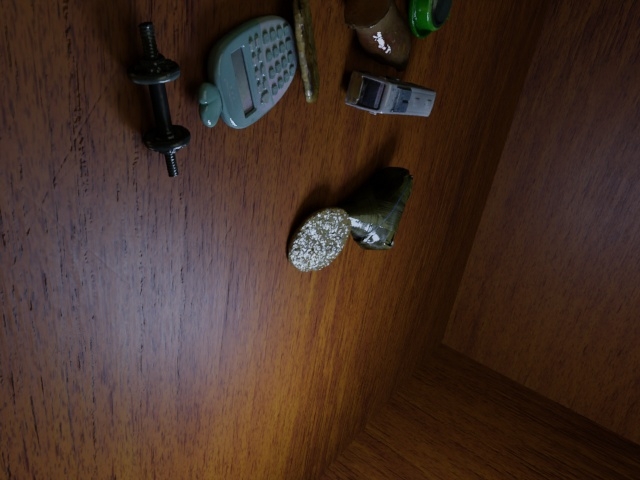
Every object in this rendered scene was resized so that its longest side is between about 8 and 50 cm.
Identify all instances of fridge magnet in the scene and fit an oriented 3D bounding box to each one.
[{"bbox_3d":[0.310,-0.678,1.378,0.208,0.088,0.208,-39,142,-39],"label":"fridge magnet"}]

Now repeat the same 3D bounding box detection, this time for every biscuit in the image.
[{"bbox_3d":[-0.030,-0.412,1.045,0.247,0.028,0.119,80,12,-45],"label":"biscuit"},{"bbox_3d":[-0.001,-0.001,1.390,0.219,0.033,0.220,-24,135,-26],"label":"biscuit"}]

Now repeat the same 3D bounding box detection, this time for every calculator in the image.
[{"bbox_3d":[-0.138,-0.325,0.954,0.295,0.042,0.184,-48,147,-33],"label":"calculator"}]

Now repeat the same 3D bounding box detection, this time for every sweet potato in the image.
[{"bbox_3d":[0.171,-0.507,1.247,0.336,0.131,0.131,27,88,-60],"label":"sweet potato"}]

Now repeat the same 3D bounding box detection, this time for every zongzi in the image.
[{"bbox_3d":[0.150,-0.133,1.516,0.300,0.138,0.286,27,81,-45],"label":"zongzi"}]

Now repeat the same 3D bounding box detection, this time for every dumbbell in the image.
[{"bbox_3d":[-0.259,-0.217,0.794,0.081,0.081,0.254,-38,142,-40],"label":"dumbbell"}]

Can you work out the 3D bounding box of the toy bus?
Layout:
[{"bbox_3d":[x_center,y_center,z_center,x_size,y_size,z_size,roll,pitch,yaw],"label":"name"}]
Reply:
[{"bbox_3d":[0.199,-0.398,1.360,0.342,0.138,0.097,-19,130,-55],"label":"toy bus"}]
